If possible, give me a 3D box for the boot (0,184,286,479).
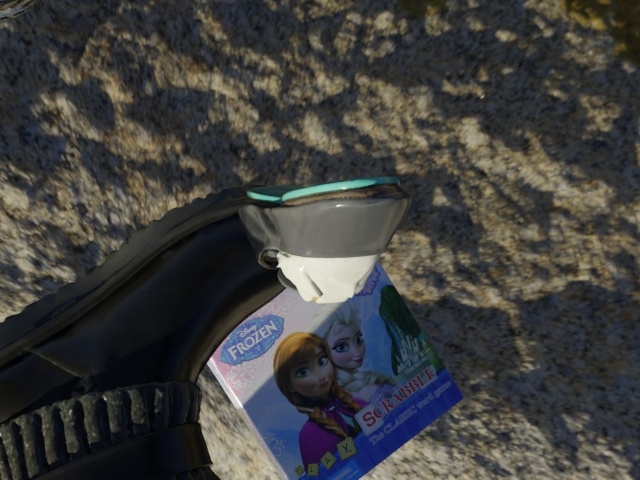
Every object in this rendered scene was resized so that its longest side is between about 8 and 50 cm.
[{"bbox_3d":[-0.107,0.133,0.682,0.348,0.131,0.260,-33,59,-9],"label":"boot"}]

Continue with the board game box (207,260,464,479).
[{"bbox_3d":[0.019,0.208,1.344,0.319,0.066,0.318,-34,92,-19],"label":"board game box"}]

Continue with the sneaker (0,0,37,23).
[{"bbox_3d":[-0.459,-0.293,0.937,0.279,0.107,0.118,-20,90,-43],"label":"sneaker"}]

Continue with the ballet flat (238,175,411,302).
[{"bbox_3d":[0.000,0.000,0.488,0.074,0.203,0.074,-1,92,-18],"label":"ballet flat"}]
